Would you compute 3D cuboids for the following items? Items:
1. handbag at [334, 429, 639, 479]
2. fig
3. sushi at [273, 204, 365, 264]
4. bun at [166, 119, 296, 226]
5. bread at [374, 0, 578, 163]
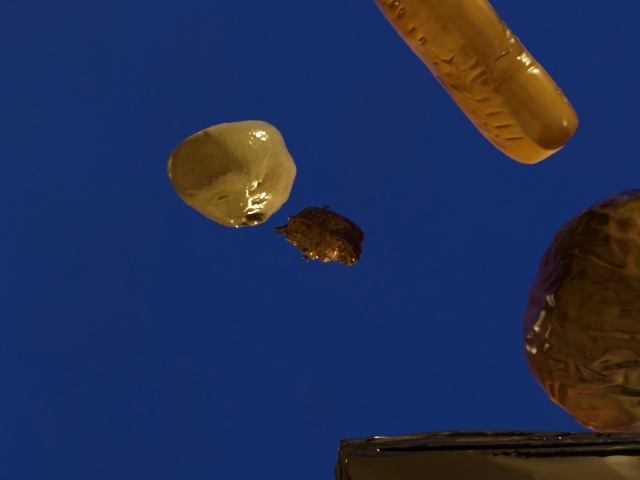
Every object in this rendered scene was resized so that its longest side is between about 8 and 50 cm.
[{"bbox_3d":[0.124,0.269,0.749,0.288,0.152,0.342,13,-93,-8],"label":"handbag"},{"bbox_3d":[0.389,0.107,1.223,0.369,0.286,0.286,37,-69,58],"label":"fig"},{"bbox_3d":[-0.001,-0.003,1.383,0.118,0.060,0.061,6,-53,42],"label":"sushi"},{"bbox_3d":[-0.107,-0.075,1.547,0.167,0.173,0.113,-25,-111,32],"label":"bun"},{"bbox_3d":[0.166,-0.216,1.378,0.091,0.142,0.305,-43,-80,-12],"label":"bread"}]
